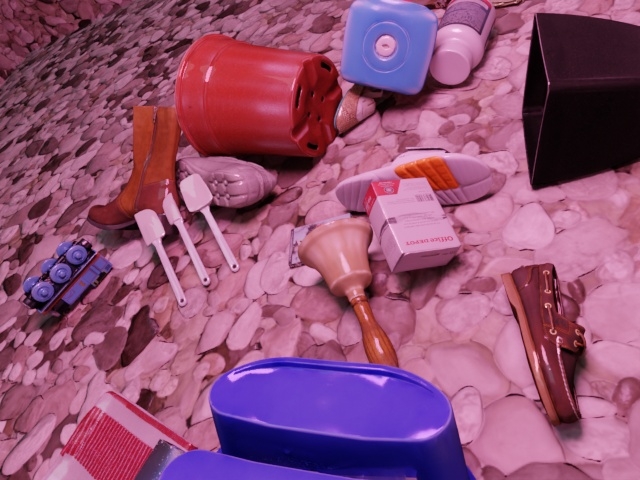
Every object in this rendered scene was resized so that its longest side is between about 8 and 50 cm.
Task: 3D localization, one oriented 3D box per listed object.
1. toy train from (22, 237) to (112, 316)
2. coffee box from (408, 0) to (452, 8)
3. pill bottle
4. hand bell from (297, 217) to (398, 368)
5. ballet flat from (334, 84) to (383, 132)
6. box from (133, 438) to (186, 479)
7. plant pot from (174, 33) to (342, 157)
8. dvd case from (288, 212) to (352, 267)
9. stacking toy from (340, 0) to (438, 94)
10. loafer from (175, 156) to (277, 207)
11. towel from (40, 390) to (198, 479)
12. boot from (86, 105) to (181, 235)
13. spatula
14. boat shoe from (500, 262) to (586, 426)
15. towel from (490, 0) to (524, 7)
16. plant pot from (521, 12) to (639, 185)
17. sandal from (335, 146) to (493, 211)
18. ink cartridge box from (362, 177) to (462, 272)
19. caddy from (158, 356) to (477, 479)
[{"bbox_3d":[-0.546,0.083,1.054,0.080,0.105,0.184,13,60,41],"label":"toy train"},{"bbox_3d":[0.246,-0.677,1.212,0.297,0.168,0.118,12,60,38],"label":"coffee box"},{"bbox_3d":[0.285,-0.408,0.996,0.108,0.108,0.180,5,55,33],"label":"pill bottle"},{"bbox_3d":[0.059,0.099,0.710,0.126,0.126,0.241,-26,57,8],"label":"hand bell"},{"bbox_3d":[0.095,-0.312,1.055,0.067,0.073,0.206,14,64,22],"label":"ballet flat"},{"bbox_3d":[-0.202,0.394,0.605,0.159,0.044,0.233,18,63,27],"label":"box"},{"bbox_3d":[-0.113,-0.291,1.037,0.265,0.272,0.272,14,60,28],"label":"plant pot"},{"bbox_3d":[0.000,0.000,0.874,0.120,0.013,0.087,-15,47,20],"label":"dvd case"},{"bbox_3d":[0.167,-0.429,1.044,0.175,0.165,0.302,16,30,12],"label":"stacking toy"},{"bbox_3d":[-0.221,-0.128,1.065,0.112,0.111,0.320,-18,24,-40],"label":"loafer"},{"bbox_3d":[-0.350,0.404,0.710,0.237,0.037,0.328,13,60,37],"label":"towel"},{"bbox_3d":[-0.417,-0.160,1.084,0.264,0.096,0.280,6,97,34],"label":"boot"},{"bbox_3d":[-0.263,-0.006,0.966,0.168,0.019,0.242,-32,65,0],"label":"spatula"},{"bbox_3d":[0.272,0.110,0.575,0.073,0.073,0.206,-17,46,20],"label":"boat shoe"},{"bbox_3d":[0.428,-0.585,1.126,0.110,0.027,0.148,9,58,34],"label":"towel"},{"bbox_3d":[0.398,-0.209,0.715,0.167,0.187,0.188,1,52,16],"label":"plant pot"},{"bbox_3d":[0.150,-0.113,0.822,0.266,0.102,0.076,-5,46,28],"label":"sandal"},{"bbox_3d":[0.134,-0.025,0.738,0.099,0.056,0.135,-6,56,-18],"label":"ink cartridge box"},{"bbox_3d":[0.002,0.270,0.520,0.342,0.179,0.241,0,34,20],"label":"caddy"}]
